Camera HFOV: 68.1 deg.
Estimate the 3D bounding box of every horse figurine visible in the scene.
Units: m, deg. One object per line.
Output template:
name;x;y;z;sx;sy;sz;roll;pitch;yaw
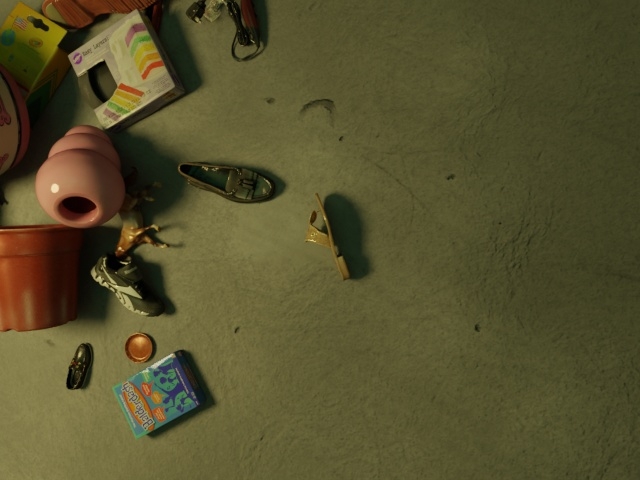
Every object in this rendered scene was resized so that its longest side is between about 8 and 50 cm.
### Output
horse figurine;-0.513;-0.069;1.320;0.175;0.066;0.263;-6;94;26

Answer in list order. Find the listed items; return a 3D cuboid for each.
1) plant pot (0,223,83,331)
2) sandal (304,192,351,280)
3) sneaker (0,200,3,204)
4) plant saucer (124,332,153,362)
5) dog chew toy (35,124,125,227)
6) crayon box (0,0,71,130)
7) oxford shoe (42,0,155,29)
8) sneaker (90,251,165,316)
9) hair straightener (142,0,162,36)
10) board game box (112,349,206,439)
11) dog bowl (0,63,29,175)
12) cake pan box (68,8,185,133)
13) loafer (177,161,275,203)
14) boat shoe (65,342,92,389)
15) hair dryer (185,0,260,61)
plant pot;-0.773;0.093;1.276;0.273;0.272;0.264;0;95;9
sandal;0.000;0.000;1.233;0.079;0.088;0.240;-22;89;1
sneaker;-1.063;-0.093;1.410;0.224;0.083;0.098;-30;88;5
plant saucer;-0.510;0.302;1.332;0.084;0.013;0.083;0;87;10
dog chew toy;-0.628;-0.188;1.262;0.207;0.206;0.331;-26;47;7
crayon box;-0.878;-0.513;1.403;0.202;0.081;0.318;34;93;10
oxford shoe;-0.602;-0.727;1.331;0.397;0.140;0.146;-6;64;15
sneaker;-0.517;0.115;1.290;0.234;0.078;0.106;37;122;3
hair straightener;-0.499;-0.699;1.369;0.089;0.047;0.230;10;94;10
board game box;-0.443;0.421;1.298;0.210;0.047;0.160;-31;83;7
dog bowl;-0.989;-0.348;1.306;0.408;0.150;0.407;7;109;22
cake pan box;-0.552;-0.470;1.338;0.267;0.070;0.245;-25;88;13
loafer;-0.258;-0.160;1.283;0.268;0.084;0.096;12;89;9
boat shoe;-0.686;0.358;1.344;0.049;0.042;0.132;11;87;11
hair dryer;-0.209;-0.671;1.327;0.224;0.080;0.293;37;99;-7
